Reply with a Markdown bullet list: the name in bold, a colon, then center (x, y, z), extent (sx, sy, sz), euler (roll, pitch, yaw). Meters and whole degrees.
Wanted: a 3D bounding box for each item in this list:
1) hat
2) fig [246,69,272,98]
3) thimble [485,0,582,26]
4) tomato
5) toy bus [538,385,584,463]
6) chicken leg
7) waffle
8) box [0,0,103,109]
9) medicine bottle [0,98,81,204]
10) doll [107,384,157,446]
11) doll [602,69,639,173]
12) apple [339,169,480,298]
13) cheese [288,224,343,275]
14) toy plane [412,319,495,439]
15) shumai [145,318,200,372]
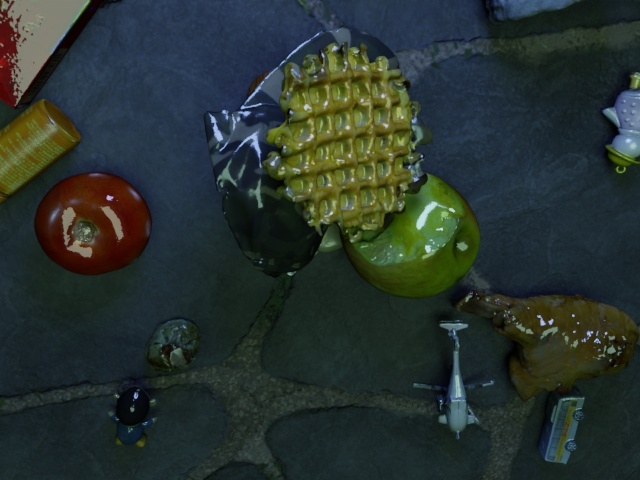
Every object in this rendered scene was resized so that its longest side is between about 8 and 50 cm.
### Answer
- **hat**: center (0.008, -0.139, 0.986), extent (0.381, 0.257, 0.366), euler (-32, 151, 10)
- **fig**: center (-0.077, -0.249, 1.027), extent (0.119, 0.153, 0.119), euler (0, 86, -4)
- **thimble**: center (0.404, -0.485, 1.009), extent (0.245, 0.217, 0.157), euler (-14, 107, 14)
- **tomato**: center (-0.402, -0.031, 1.043), extent (0.195, 0.136, 0.195), euler (-2, 108, -7)
- **toy bus**: center (0.587, 0.448, 1.420), extent (0.075, 0.064, 0.191), euler (4, 107, 1)
- **chicken leg**: center (0.471, 0.230, 1.289), extent (0.409, 0.182, 0.295), euler (18, 119, -7)
- **waffle**: center (0.052, -0.145, 0.907), extent (0.329, 0.062, 0.329), euler (-6, 100, -38)
- **box**: center (-0.483, -0.398, 0.937), extent (0.197, 0.089, 0.313), euler (37, 97, -18)
- **medicine bottle**: center (-0.519, -0.150, 1.005), extent (0.192, 0.096, 0.096), euler (-36, 110, 3)
- **doll**: center (-0.388, 0.360, 1.206), extent (0.102, 0.089, 0.179), euler (12, 129, -13)
- **doll**: center (0.643, -0.239, 1.195), extent (0.129, 0.081, 0.207), euler (13, 110, 16)
- **apple**: center (0.173, -0.012, 1.091), extent (0.246, 0.226, 0.246), euler (-17, 118, -34)
- **cheese**: center (0.000, 0.000, 1.178), extent (0.192, 0.037, 0.097), euler (-42, 109, 4)
- **toy plane**: center (0.310, 0.315, 1.288), extent (0.181, 0.107, 0.273), euler (13, 118, -1)
- **shumai**: center (-0.297, 0.228, 1.172), extent (0.099, 0.087, 0.124), euler (27, 102, -19)
